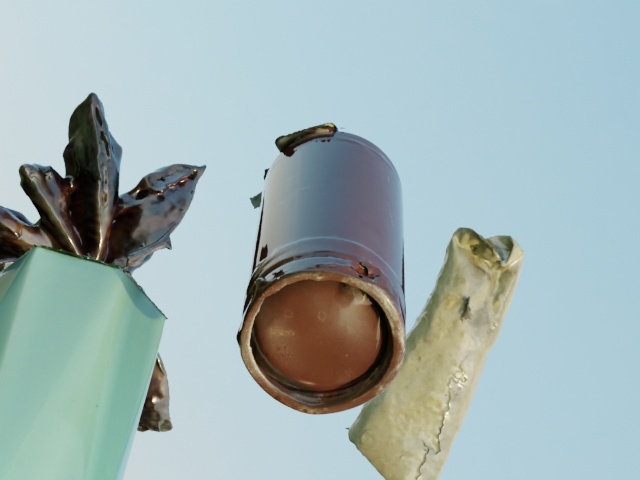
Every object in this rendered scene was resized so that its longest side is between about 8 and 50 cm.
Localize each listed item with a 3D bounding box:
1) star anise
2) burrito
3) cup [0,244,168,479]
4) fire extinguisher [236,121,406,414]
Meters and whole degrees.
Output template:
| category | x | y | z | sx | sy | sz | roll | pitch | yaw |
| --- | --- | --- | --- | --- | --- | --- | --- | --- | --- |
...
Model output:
| category | x | y | z | sx | sy | sz | roll | pitch | yaw |
| --- | --- | --- | --- | --- | --- | --- | --- | --- | --- |
| star anise | -0.182 | 0.037 | 1.280 | 0.129 | 0.212 | 0.283 | -13 | -104 | 46 |
| burrito | 0.091 | 0.094 | 1.366 | 0.087 | 0.226 | 0.060 | 22 | -11 | 23 |
| cup | -0.179 | 0.125 | 1.028 | 0.148 | 0.134 | 0.236 | 104 | 1 | -61 |
| fire extinguisher | 0.000 | 0.000 | 1.076 | 0.269 | 0.105 | 0.105 | -86 | 161 | -64 |
